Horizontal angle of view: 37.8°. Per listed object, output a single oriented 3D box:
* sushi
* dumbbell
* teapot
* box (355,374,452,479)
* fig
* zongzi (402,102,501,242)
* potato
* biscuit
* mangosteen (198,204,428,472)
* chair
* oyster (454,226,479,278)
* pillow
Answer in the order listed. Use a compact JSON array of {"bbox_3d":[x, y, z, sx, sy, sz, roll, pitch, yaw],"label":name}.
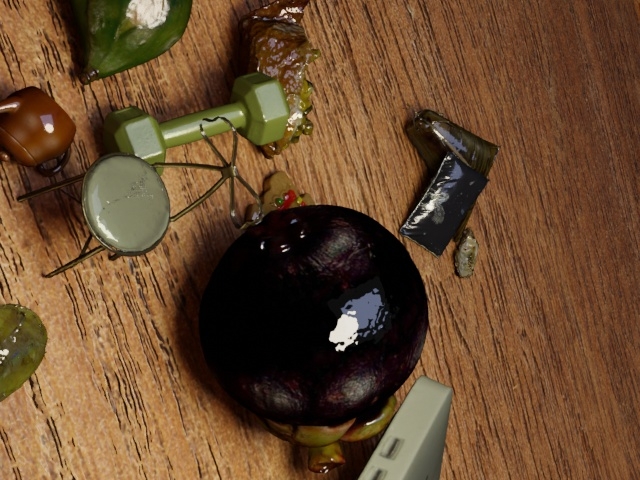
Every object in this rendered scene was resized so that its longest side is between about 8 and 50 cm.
[{"bbox_3d":[-0.071,-0.297,1.701,0.179,0.167,0.296,6,68,-22],"label":"sushi"},{"bbox_3d":[-0.194,-0.184,1.499,0.302,0.121,0.108,-20,124,-26],"label":"dumbbell"},{"bbox_3d":[-0.414,-0.150,1.333,0.173,0.116,0.116,63,36,-54],"label":"teapot"},{"bbox_3d":[0.112,0.465,1.606,0.373,0.091,0.367,-50,151,-41],"label":"box"},{"bbox_3d":[-0.311,-0.352,1.461,0.195,0.195,0.244,27,96,-40],"label":"fig"},{"bbox_3d":[0.262,-0.148,2.061,0.248,0.111,0.241,26,79,-30],"label":"zongzi"},{"bbox_3d":[-0.447,0.165,1.213,0.225,0.090,0.117,-42,110,-45],"label":"potato"},{"bbox_3d":[-0.043,-0.010,1.730,0.239,0.041,0.212,25,61,-40],"label":"biscuit"},{"bbox_3d":[0.004,0.157,1.510,0.382,0.382,0.435,-49,128,-42],"label":"mangosteen"},{"bbox_3d":[-0.259,-0.054,1.298,0.170,0.326,0.159,-20,95,-48],"label":"chair"},{"bbox_3d":[0.331,0.029,2.126,0.132,0.029,0.086,-45,118,-47],"label":"oyster"},{"bbox_3d":[0.265,-0.075,2.011,0.141,0.055,0.208,31,90,-35],"label":"pillow"}]
